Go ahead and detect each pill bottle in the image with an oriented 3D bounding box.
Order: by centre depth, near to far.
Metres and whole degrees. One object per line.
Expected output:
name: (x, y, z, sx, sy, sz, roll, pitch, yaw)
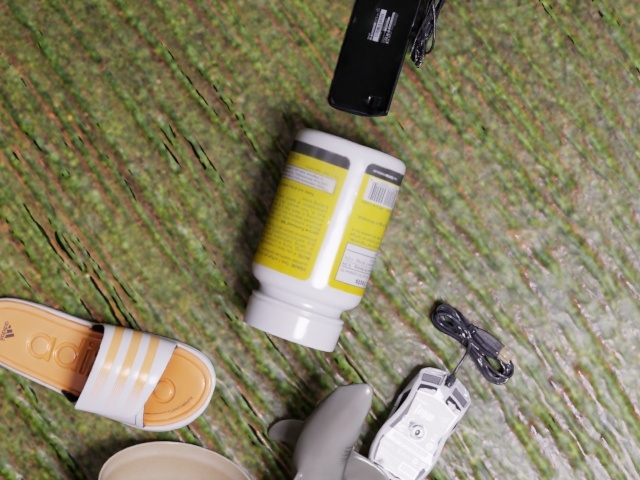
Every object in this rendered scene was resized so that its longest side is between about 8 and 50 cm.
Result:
pill bottle: (0.000, 0.000, 1.707, 0.119, 0.119, 0.208, 19, 91, 3)

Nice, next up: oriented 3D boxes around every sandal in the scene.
sandal: (-0.243, 0.131, 1.741, 0.265, 0.076, 0.102, 17, 91, 3)

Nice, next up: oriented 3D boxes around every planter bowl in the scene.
planter bowl: (-0.153, 0.295, 1.708, 0.162, 0.162, 0.109, 14, 118, 3)

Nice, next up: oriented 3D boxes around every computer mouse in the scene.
computer mouse: (0.114, 0.170, 1.740, 0.106, 0.042, 0.193, 35, 86, -2)

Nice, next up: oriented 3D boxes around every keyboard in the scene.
keyboard: (0.080, -0.218, 1.752, 0.100, 0.038, 0.192, 18, 92, 26)

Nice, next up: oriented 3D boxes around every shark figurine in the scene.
shark figurine: (0.006, 0.284, 1.700, 0.166, 0.116, 0.278, -5, 108, 37)
